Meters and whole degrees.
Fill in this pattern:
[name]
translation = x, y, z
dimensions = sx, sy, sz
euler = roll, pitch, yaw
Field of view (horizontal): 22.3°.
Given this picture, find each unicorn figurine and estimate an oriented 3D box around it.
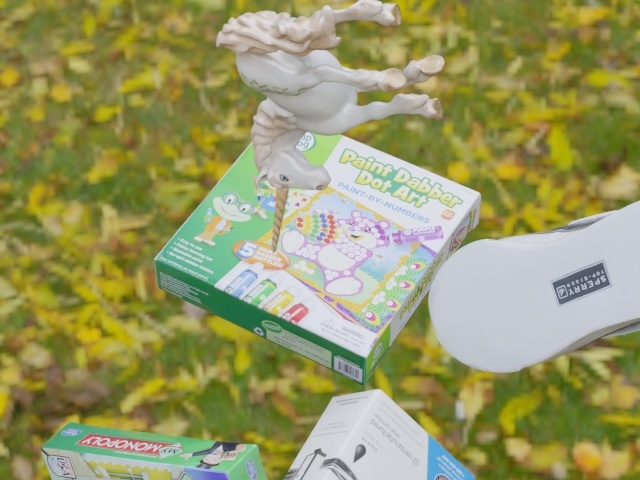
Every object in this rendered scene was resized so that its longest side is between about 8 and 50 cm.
[unicorn figurine]
translation = 0.000, -0.068, 0.775
dimensions = 0.111, 0.162, 0.060
euler = -7, 54, 22

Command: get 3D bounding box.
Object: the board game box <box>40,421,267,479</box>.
[board game box]
translation = -0.106, 0.310, 1.402
dimensions = 0.213, 0.317, 0.046
euler = 1, 27, 37

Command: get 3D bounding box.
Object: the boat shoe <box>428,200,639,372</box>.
[boat shoe]
translation = 0.210, 0.028, 1.251
dimensions = 0.102, 0.301, 0.108
euler = -8, 78, -40

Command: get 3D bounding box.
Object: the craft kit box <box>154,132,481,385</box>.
[craft kit box]
translation = 0.000, 0.000, 1.666
dimensions = 0.250, 0.061, 0.246
euler = 23, 51, 19

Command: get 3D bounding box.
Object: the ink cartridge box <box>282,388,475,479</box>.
[ink cartridge box]
translation = 0.035, 0.268, 1.549
dimensions = 0.086, 0.148, 0.203
euler = -18, 34, 54
